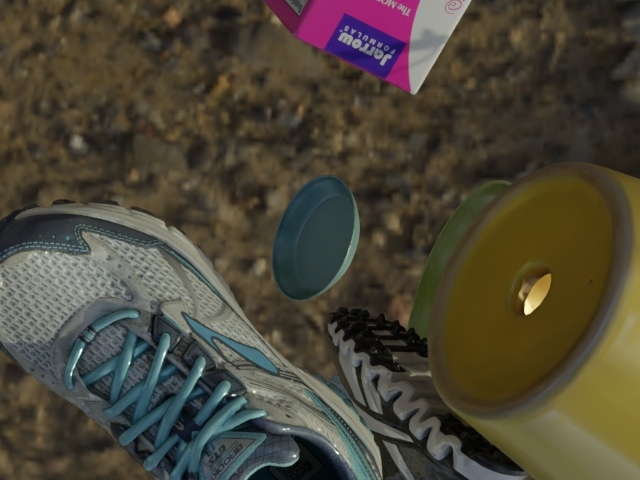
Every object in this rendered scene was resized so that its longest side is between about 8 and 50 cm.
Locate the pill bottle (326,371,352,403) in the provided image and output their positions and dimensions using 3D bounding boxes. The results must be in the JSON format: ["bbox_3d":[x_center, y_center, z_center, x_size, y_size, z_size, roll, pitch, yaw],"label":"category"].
[{"bbox_3d":[0.064,0.143,1.564,0.160,0.087,0.087,-35,138,-16],"label":"pill bottle"}]

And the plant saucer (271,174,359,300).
[{"bbox_3d":[0.000,0.000,1.486,0.021,0.119,0.119,19,137,-34],"label":"plant saucer"}]

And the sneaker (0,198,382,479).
[{"bbox_3d":[-0.062,0.082,0.869,0.283,0.122,0.110,36,99,-24],"label":"sneaker"}]

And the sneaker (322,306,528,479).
[{"bbox_3d":[0.056,0.136,1.172,0.078,0.234,0.106,8,114,-36],"label":"sneaker"}]

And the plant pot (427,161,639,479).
[{"bbox_3d":[0.205,0.073,0.984,0.239,0.254,0.254,29,132,-28],"label":"plant pot"}]

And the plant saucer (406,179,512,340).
[{"bbox_3d":[0.130,0.073,1.301,0.037,0.241,0.241,13,137,-18],"label":"plant saucer"}]

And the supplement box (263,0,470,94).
[{"bbox_3d":[0.062,-0.234,1.166,0.111,0.114,0.220,22,108,-27],"label":"supplement box"}]
